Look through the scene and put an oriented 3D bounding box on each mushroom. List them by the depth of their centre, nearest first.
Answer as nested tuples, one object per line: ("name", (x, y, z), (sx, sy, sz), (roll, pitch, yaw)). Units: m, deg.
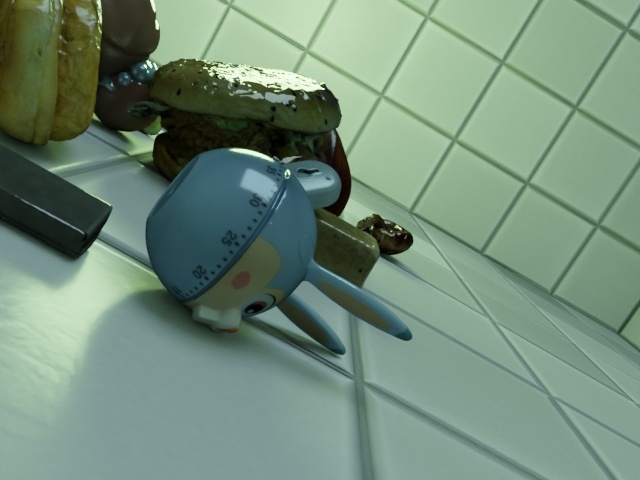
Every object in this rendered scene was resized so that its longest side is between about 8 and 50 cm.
("mushroom", (0.140, -0.014, 1.488), (0.170, 0.080, 0.135), (19, 3, -45))

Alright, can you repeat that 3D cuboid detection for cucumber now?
("cucumber", (-0.381, -0.274, 1.313), (0.058, 0.058, 0.187), (20, 14, -45))

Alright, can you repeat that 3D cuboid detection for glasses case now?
("glasses case", (-0.285, -0.051, 0.567), (0.190, 0.042, 0.072), (30, 17, -6))

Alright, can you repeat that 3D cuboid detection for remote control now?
("remote control", (-0.080, -0.071, 0.913), (0.244, 0.047, 0.087), (-13, 42, -28))

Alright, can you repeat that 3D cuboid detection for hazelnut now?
("hazelnut", (-0.024, -0.136, 1.252), (0.208, 0.208, 0.208), (30, 10, -6))

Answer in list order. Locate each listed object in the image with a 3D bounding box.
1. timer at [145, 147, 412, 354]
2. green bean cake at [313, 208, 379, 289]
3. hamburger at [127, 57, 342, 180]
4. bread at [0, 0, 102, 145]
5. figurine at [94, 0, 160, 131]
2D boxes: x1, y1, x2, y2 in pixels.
("timer", (-0.057, 0.036, 0.601), (0.255, 0.175, 0.175), (59, 8, -6))
("green bean cake", (0.000, 0.000, 1.005), (0.179, 0.085, 0.109), (28, 12, -8))
("hamburger", (-0.142, -0.187, 1.062), (0.318, 0.195, 0.277), (15, 19, 16))
("bread", (-0.340, -0.222, 0.793), (0.120, 0.198, 0.236), (6, 21, -23))
("figurine", (-0.420, -0.399, 1.128), (0.276, 0.248, 0.388), (15, 31, -48))
